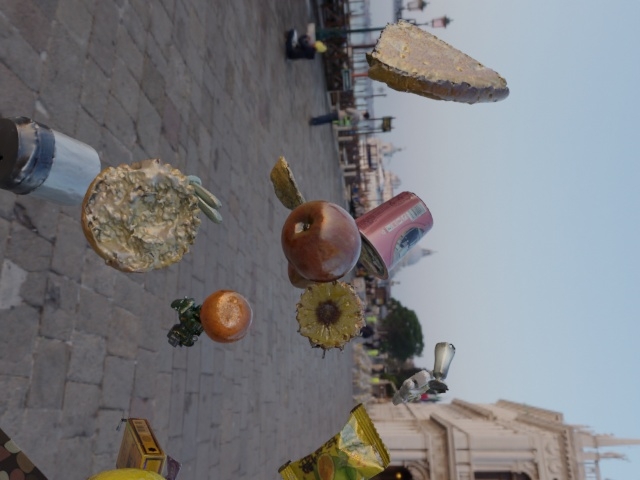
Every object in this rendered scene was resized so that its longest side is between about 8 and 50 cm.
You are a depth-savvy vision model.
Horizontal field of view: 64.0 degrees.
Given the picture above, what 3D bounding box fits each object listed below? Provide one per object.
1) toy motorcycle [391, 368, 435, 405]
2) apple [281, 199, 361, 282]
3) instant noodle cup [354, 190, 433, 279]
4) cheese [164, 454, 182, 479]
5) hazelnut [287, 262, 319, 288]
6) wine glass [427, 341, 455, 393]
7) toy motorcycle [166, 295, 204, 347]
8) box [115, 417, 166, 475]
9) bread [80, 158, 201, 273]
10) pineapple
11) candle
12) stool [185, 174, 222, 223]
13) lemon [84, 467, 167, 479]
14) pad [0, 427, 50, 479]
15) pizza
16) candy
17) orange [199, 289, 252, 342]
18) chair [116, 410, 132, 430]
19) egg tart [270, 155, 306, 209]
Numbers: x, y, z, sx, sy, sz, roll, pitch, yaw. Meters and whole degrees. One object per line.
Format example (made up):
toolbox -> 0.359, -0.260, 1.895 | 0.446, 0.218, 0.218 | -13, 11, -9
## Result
toy motorcycle -> 0.350, 0.537, 1.879 | 0.151, 0.228, 0.074 | 7, 45, -46
apple -> 0.000, 0.000, 1.201 | 0.174, 0.188, 0.188 | 44, 39, -50
instant noodle cup -> 0.238, -0.031, 1.733 | 0.244, 0.255, 0.244 | 48, -16, 18
cheese -> -0.559, 0.909, 1.909 | 0.042, 0.105, 0.191 | 8, 93, -50
hazelnut -> -0.025, 0.076, 1.548 | 0.150, 0.150, 0.150 | -2, 90, -84
wine glass -> 0.391, 0.407, 1.646 | 0.072, 0.072, 0.155 | 82, 24, -43
toy motorcycle -> -0.591, 0.356, 2.240 | 0.274, 0.187, 0.125 | -53, -176, 28
box -> -0.651, 0.794, 1.842 | 0.301, 0.084, 0.193 | 14, -89, 59
bread -> -0.415, -0.056, 1.208 | 0.149, 0.274, 0.274 | -167, -106, -80
pineapple -> 0.023, 0.200, 1.362 | 0.047, 0.221, 0.221 | 46, 41, -63
candle -> -0.804, -0.224, 1.536 | 0.342, 0.221, 0.221 | 21, 66, -64
stool -> -0.537, -0.140, 2.150 | 0.198, 0.195, 0.195 | 50, -22, 11
lemon -> -0.572, 0.832, 1.475 | 0.350, 0.387, 0.350 | -43, 159, -21
pad -> -0.793, 0.571, 1.274 | 0.235, 0.158, 0.003 | 56, 7, -12
pizza -> 0.289, -0.495, 1.463 | 0.392, 0.435, 0.080 | -30, 151, -42
candy -> 0.039, 0.590, 1.347 | 0.187, 0.297, 0.081 | 53, 5, 40
orange -> -0.392, 0.316, 2.121 | 0.170, 0.224, 0.224 | 148, -57, -69
chair -> -0.857, 0.793, 2.241 | 0.037, 0.042, 0.086 | 97, 4, -52
egg tart -> -0.130, -0.208, 1.993 | 0.232, 0.098, 0.252 | 61, -6, 28
